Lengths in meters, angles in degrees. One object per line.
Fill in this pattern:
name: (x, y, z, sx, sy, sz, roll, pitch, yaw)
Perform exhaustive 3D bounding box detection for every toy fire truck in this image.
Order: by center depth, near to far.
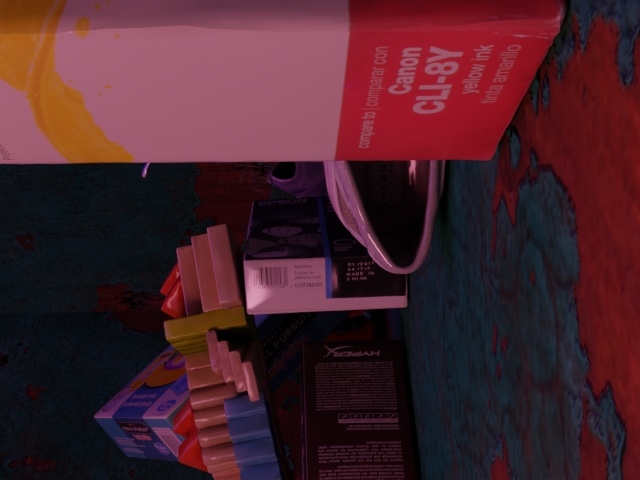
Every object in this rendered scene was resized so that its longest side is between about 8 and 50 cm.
toy fire truck: (0.007, 0.123, 1.407, 0.135, 0.192, 0.047, 32, 130, 53)

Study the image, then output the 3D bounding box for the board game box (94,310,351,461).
board game box: (-0.112, 0.142, 1.254, 0.079, 0.336, 0.254, 53, 149, -13)

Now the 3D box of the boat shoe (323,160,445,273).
boat shoe: (0.040, -0.134, 0.675, 0.103, 0.118, 0.320, -109, 13, -64)

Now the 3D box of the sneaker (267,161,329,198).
sneaker: (0.009, -0.140, 1.140, 0.281, 0.115, 0.105, 110, 163, -44)

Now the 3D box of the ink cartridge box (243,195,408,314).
ink cartridge box: (0.000, 0.000, 1.094, 0.333, 0.165, 0.065, -102, 8, -76)

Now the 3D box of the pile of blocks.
pile of blocks: (-0.110, 0.169, 1.003, 0.149, 0.112, 0.362, -87, -15, -85)

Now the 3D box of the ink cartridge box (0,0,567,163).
ink cartridge box: (-0.095, -0.192, 0.490, 0.160, 0.384, 0.279, 96, 173, -75)

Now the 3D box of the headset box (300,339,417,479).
headset box: (0.037, 0.281, 0.968, 0.218, 0.110, 0.293, 90, 178, -47)

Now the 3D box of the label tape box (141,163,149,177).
label tape box: (-0.072, -0.226, 1.173, 0.348, 0.115, 0.249, -53, 13, 17)
